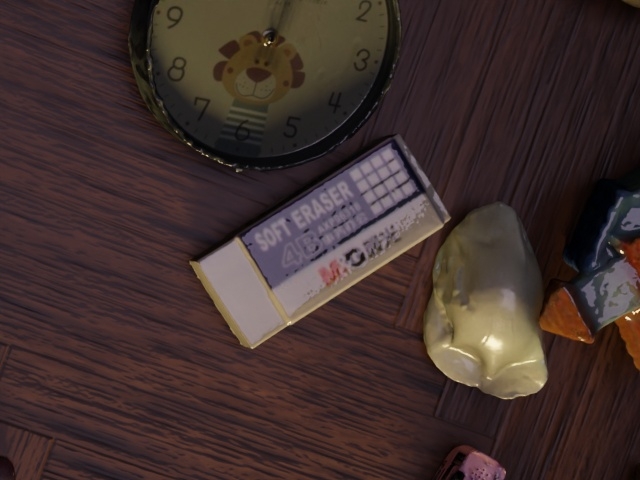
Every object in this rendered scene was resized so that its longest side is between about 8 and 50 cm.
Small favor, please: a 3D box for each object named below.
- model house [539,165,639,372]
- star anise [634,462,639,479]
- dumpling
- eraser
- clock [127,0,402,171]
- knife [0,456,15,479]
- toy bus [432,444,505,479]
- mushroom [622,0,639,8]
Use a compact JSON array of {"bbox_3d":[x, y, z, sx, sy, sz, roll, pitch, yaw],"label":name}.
[{"bbox_3d":[0.408,0.051,1.957,0.329,0.252,0.295,-31,99,-2],"label":"model house"},{"bbox_3d":[0.387,0.414,2.029,0.288,0.088,0.288,-1,94,-11],"label":"star anise"},{"bbox_3d":[0.189,0.072,1.972,0.151,0.124,0.229,-6,87,25],"label":"dumpling"},{"bbox_3d":[0.000,0.000,1.938,0.279,0.081,0.124,-33,98,-9],"label":"eraser"},{"bbox_3d":[-0.056,-0.224,1.877,0.312,0.061,0.313,-8,114,-18],"label":"clock"},{"bbox_3d":[-0.364,0.383,1.892,0.123,0.053,0.278,6,92,-17],"label":"knife"},{"bbox_3d":[0.140,0.336,1.973,0.063,0.090,0.203,33,85,-10],"label":"toy bus"},{"bbox_3d":[0.413,-0.393,1.958,0.243,0.243,0.243,0,92,-12],"label":"mushroom"}]
